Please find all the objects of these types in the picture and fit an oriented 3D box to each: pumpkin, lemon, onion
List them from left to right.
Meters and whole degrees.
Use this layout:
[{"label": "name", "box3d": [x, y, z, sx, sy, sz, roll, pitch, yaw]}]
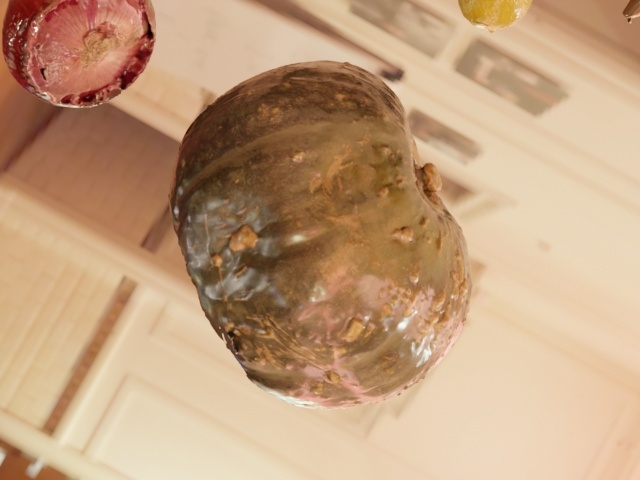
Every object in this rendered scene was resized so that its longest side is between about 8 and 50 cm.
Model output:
[{"label": "onion", "box3d": [-0.360, -0.307, 2.140, 0.248, 0.161, 0.248, -31, 135, -36]}, {"label": "pumpkin", "box3d": [0.000, 0.000, 1.407, 0.257, 0.328, 0.291, -25, 164, 11]}, {"label": "lemon", "box3d": [0.247, -0.356, 2.049, 0.109, 0.109, 0.133, -67, 169, -73]}]

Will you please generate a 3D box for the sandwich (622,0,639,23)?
[{"label": "sandwich", "box3d": [0.552, -0.405, 2.140, 0.122, 0.235, 0.128, 7, 72, -72]}]
